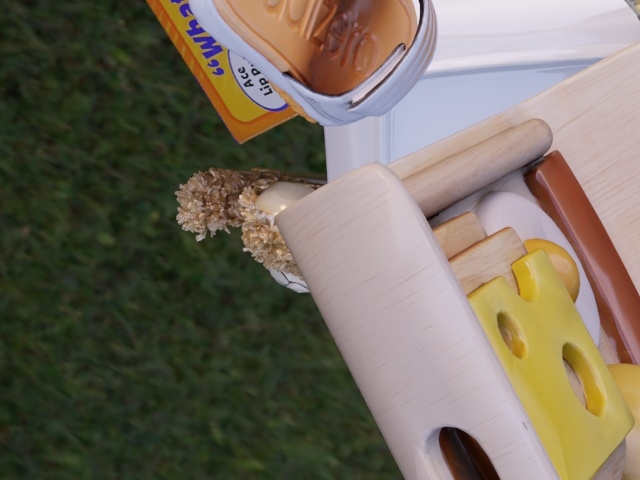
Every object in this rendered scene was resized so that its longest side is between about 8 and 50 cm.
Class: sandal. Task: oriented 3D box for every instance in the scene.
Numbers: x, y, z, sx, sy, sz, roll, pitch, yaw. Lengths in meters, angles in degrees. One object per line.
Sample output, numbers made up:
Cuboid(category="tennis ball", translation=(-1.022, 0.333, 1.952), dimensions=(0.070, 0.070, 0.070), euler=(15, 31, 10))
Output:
Cuboid(category="sandal", translation=(0.014, -0.116, 1.009), dimensions=(0.265, 0.076, 0.102), euler=(16, 91, -66))

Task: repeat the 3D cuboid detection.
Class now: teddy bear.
Cuboid(category="teddy bear", translation=(0.000, 0.000, 1.617), dimensions=(0.245, 0.338, 0.113), euler=(7, 93, -22))

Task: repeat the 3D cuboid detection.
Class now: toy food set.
Cuboid(category="toy food set", translation=(0.115, 0.048, 0.618), dimensions=(0.220, 0.092, 0.306), euler=(62, 26, 1))

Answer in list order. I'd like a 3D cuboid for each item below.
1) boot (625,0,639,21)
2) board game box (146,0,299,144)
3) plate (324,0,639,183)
Cuboid(category="boot", translation=(0.240, -0.090, 1.186), dimensions=(0.262, 0.095, 0.203), euler=(-36, 113, 22))
Cuboid(category="board game box", translation=(0.046, -0.355, 1.444), dimensions=(0.356, 0.356, 0.356), euler=(58, 38, -12))
Cuboid(category="plate", translation=(0.141, -0.053, 1.317), dimensions=(0.278, 0.045, 0.277), euler=(-5, 126, -3))
